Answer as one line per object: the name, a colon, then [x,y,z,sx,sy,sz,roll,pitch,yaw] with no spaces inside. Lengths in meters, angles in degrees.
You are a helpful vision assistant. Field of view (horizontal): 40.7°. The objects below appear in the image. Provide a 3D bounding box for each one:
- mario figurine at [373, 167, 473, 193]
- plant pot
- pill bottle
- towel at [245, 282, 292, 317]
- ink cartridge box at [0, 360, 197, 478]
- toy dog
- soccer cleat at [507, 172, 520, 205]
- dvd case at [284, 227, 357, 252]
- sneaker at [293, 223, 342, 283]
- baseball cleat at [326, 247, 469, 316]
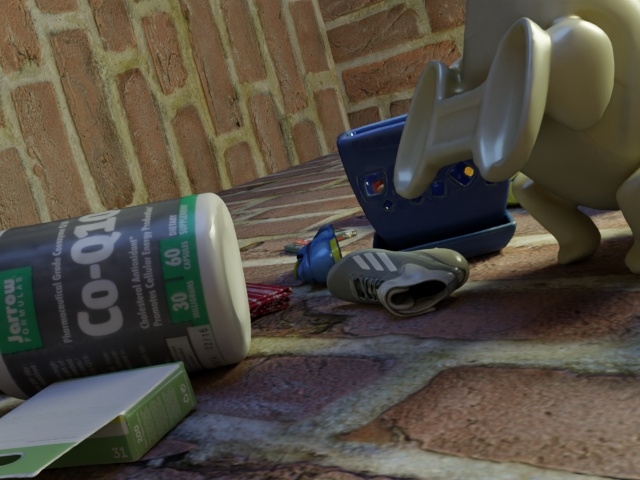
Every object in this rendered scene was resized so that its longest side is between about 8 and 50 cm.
mario figurine: [0.223,-0.124,1.684,0.198,0.170,0.320,-8,-4,-26]
plant pot: [0.160,-0.082,1.265,0.236,0.212,0.236,-13,9,6]
pill bottle: [-0.275,0.073,1.004,0.361,0.204,0.204,-11,9,2]
towel: [-0.197,0.116,1.223,0.275,0.031,0.199,-20,11,-29]
ink cartridge box: [-0.246,0.188,0.805,0.171,0.056,0.235,-11,12,23]
toy dog: [0.337,-0.152,1.005,0.408,0.395,0.284,16,-16,-19]
soccer cleat: [0.362,-0.094,1.490,0.121,0.093,0.289,-47,19,-6]
dvd case: [0.000,0.000,1.648,0.119,0.013,0.087,-20,11,-23]
sneaker: [-0.007,0.023,1.355,0.082,0.069,0.209,-18,9,2]
baseball cleat: [0.076,0.051,1.056,0.206,0.072,0.109,-13,15,36]
